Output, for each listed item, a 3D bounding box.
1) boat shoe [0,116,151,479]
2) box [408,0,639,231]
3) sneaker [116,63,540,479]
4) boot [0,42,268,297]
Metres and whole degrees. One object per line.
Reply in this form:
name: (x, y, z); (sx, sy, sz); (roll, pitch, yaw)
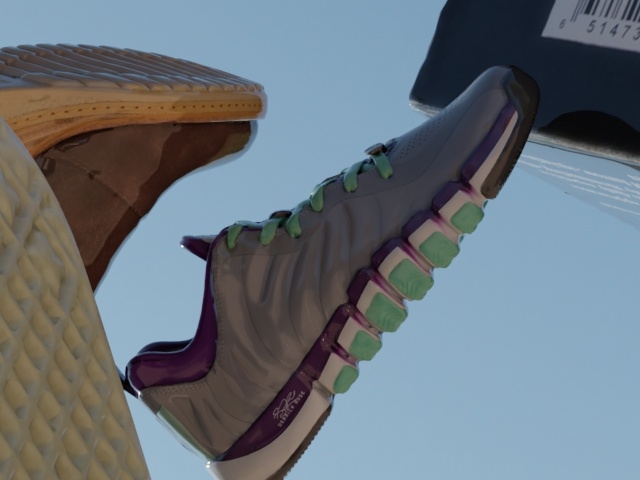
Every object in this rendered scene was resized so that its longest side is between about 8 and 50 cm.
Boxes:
boat shoe: (-0.106, 0.184, 0.473); (0.156, 0.500, 0.187); (-25, -24, 13)
box: (0.301, -0.067, 0.918); (0.395, 0.293, 0.212); (25, -94, -37)
sneaker: (0.000, 0.000, 0.806); (0.223, 0.098, 0.083); (-53, 3, 0)
boot: (-0.130, 0.028, 0.789); (0.248, 0.090, 0.207); (-12, -65, -42)
